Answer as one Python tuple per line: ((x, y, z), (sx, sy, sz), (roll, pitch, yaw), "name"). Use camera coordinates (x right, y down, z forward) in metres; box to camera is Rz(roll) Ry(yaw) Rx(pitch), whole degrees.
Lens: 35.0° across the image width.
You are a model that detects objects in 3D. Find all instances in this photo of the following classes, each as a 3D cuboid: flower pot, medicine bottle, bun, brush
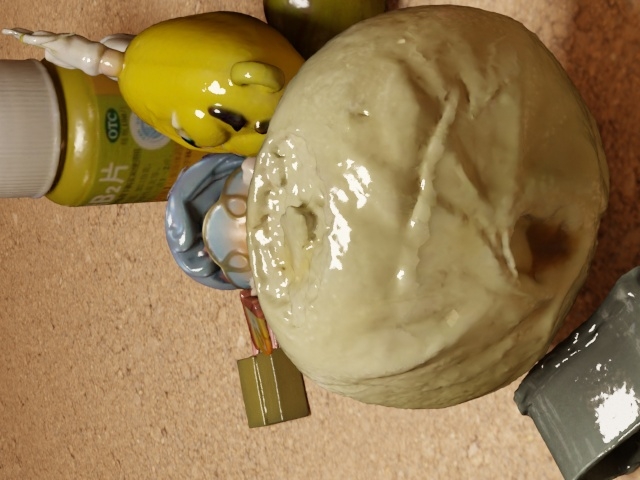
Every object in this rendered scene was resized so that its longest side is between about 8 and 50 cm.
((0.272, 0.121, 0.897), (0.108, 0.103, 0.229), (60, 138, 31), "flower pot")
((-0.333, -0.160, 1.452), (0.224, 0.384, 0.224), (8, 100, 53), "medicine bottle")
((0.119, -0.016, 0.869), (0.202, 0.364, 0.364), (29, 118, 52), "bun")
((-0.081, 0.143, 1.434), (0.103, 0.047, 0.233), (-23, 76, 53), "brush")

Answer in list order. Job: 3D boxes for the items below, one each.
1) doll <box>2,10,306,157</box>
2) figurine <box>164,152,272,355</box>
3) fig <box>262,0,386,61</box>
((-0.161, -0.194, 1.209), (0.348, 0.423, 0.161), (14, 94, 10), "doll")
((-0.001, 0.001, 1.175), (0.388, 0.248, 0.276), (10, 106, 63), "figurine")
((-0.011, -0.260, 1.199), (0.186, 0.142, 0.148), (-58, 27, 26), "fig")
